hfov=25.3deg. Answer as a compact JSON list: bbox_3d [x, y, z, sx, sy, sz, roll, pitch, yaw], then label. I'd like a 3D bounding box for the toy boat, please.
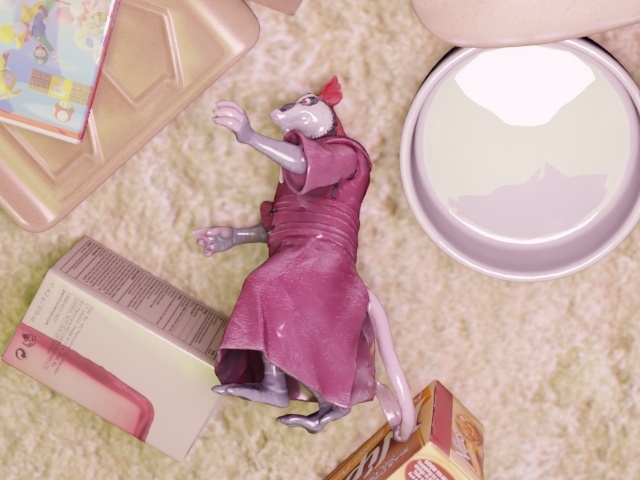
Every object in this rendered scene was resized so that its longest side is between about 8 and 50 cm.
[{"bbox_3d":[0.186,-0.280,1.362,0.267,0.318,0.148,-14,111,-15],"label":"toy boat"}]

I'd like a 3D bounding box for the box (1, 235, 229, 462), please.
[{"bbox_3d":[-0.211,0.118,1.592,0.232,0.148,0.127,31,107,-2],"label":"box"}]

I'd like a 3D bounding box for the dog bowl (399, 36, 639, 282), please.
[{"bbox_3d":[0.218,-0.096,1.506,0.264,0.104,0.265,2,106,7],"label":"dog bowl"}]

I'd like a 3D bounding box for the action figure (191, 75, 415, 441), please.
[{"bbox_3d":[0.000,0.000,1.478,0.275,0.248,0.370,12,73,-2],"label":"action figure"}]

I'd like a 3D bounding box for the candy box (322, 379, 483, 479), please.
[{"bbox_3d":[0.042,0.313,1.598,0.316,0.183,0.087,-43,97,15],"label":"candy box"}]

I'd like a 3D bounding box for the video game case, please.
[{"bbox_3d":[-0.310,-0.264,1.486,0.204,0.025,0.285,17,103,-1],"label":"video game case"}]

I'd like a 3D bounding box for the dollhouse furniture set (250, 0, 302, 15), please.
[{"bbox_3d":[-0.025,-0.421,1.371,0.174,0.303,0.356,41,107,24],"label":"dollhouse furniture set"}]

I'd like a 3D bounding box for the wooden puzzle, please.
[{"bbox_3d":[-0.289,-0.233,1.546,0.348,0.080,0.322,-41,98,10],"label":"wooden puzzle"}]
